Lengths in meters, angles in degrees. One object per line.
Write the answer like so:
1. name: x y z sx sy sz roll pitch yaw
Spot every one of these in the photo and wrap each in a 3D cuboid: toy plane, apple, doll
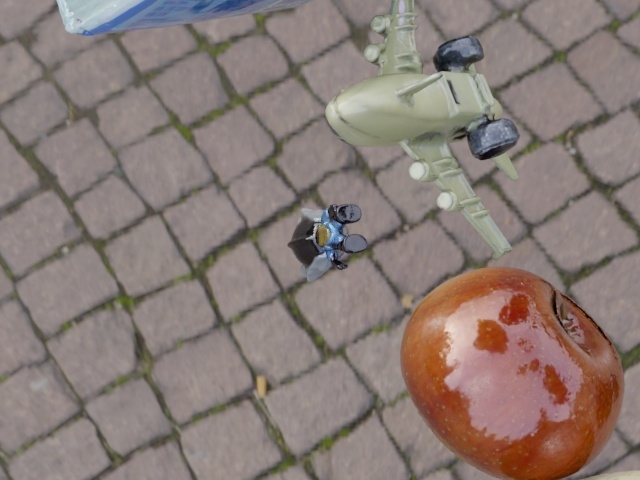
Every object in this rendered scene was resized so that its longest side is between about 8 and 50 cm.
1. toy plane: 0.080 -0.094 0.948 0.092 0.244 0.229 -23 81 24
2. apple: 0.199 0.130 1.311 0.235 0.173 0.210 19 36 -34
3. doll: 0.000 0.000 1.641 0.070 0.195 0.096 -2 82 -22

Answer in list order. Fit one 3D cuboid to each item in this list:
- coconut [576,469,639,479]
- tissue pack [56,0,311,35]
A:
1. coconut: 0.303 0.389 1.256 0.329 0.329 0.328 0 67 1
2. tissue pack: -0.050 -0.249 0.922 0.198 0.263 0.146 -22 89 36
